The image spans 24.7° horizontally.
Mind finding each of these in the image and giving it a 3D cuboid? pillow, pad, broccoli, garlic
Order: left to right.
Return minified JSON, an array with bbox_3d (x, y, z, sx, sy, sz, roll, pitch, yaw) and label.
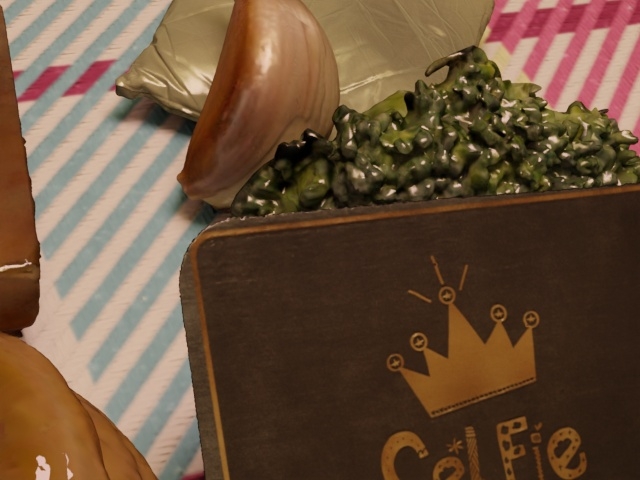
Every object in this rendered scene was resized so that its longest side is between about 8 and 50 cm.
[{"bbox_3d":[-0.037,-0.127,1.162,0.115,0.128,0.207,14,72,-22],"label":"garlic"},{"bbox_3d":[-0.004,-0.172,1.298,0.280,0.076,0.274,19,52,2],"label":"pillow"},{"bbox_3d":[0.083,-0.026,1.089,0.288,0.248,0.245,26,9,-14],"label":"broccoli"},{"bbox_3d":[0.114,0.120,0.904,0.375,0.063,0.315,-7,83,-20],"label":"pad"}]

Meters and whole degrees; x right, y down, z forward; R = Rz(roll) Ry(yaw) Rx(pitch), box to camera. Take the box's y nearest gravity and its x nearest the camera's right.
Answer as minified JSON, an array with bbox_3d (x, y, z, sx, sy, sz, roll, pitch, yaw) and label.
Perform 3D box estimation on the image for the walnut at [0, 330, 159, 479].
[{"bbox_3d":[-0.203,0.187,0.723,0.332,0.333,0.333,7,43,-6],"label":"walnut"}]

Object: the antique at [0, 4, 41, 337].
[{"bbox_3d":[-0.267,-0.052,1.092,0.087,0.093,0.310,-3,45,-17],"label":"antique"}]
